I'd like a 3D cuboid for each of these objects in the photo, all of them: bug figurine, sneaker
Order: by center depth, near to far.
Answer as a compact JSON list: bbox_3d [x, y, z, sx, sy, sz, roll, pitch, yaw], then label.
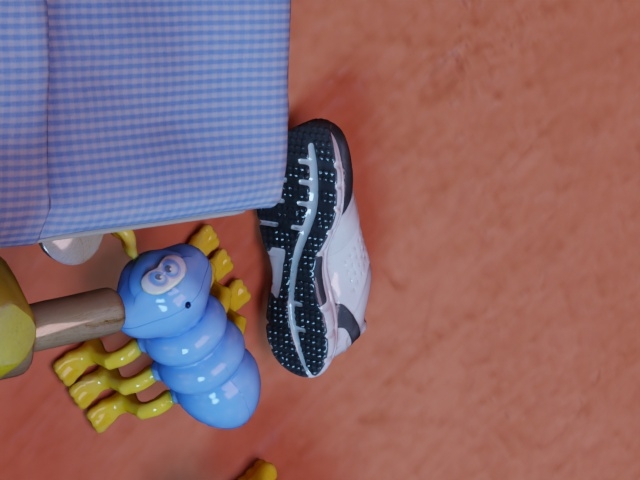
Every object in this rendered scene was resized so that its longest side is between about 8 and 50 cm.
[{"bbox_3d":[-0.093,0.135,0.710,0.279,0.072,0.216,-46,129,-18],"label":"bug figurine"},{"bbox_3d":[0.000,0.000,0.768,0.043,0.040,0.109,-26,126,-50],"label":"sneaker"}]

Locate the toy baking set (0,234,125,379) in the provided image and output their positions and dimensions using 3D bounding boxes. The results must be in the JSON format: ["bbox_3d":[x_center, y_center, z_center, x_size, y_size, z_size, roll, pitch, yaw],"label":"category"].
[{"bbox_3d":[-0.129,-0.043,0.612,0.256,0.030,0.197,-7,100,-31],"label":"toy baking set"}]

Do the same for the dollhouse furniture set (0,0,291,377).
[{"bbox_3d":[-0.004,-0.112,0.554,0.286,0.198,0.303,-7,101,-48],"label":"dollhouse furniture set"}]
